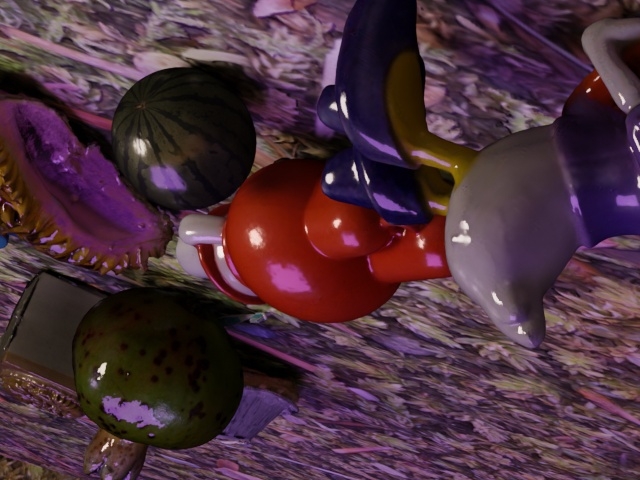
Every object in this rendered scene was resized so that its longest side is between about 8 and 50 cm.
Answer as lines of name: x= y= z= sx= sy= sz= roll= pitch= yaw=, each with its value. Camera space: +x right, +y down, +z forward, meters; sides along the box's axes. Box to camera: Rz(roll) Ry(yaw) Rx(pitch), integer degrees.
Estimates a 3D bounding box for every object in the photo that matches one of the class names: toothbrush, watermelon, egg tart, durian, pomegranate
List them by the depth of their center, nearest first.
watermelon: x=-0.096 y=-0.069 z=1.292 sx=0.105 sy=0.105 sz=0.133 roll=7 pitch=151 yaw=35
durian: x=-0.278 y=-0.049 z=1.552 sx=0.191 sy=0.112 sz=0.341 roll=8 pitch=162 yaw=27
pomegranate: x=-0.196 y=0.168 z=1.937 sx=0.202 sy=0.248 sz=0.202 roll=27 pitch=-165 yaw=-8
toothbrush: x=-0.104 y=0.090 z=1.959 sx=0.162 sy=0.017 sz=0.014 roll=-7 pitch=111 yaw=60
egg tart: x=-0.142 y=0.199 z=2.149 sx=0.234 sy=0.094 sz=0.234 roll=11 pitch=170 yaw=2

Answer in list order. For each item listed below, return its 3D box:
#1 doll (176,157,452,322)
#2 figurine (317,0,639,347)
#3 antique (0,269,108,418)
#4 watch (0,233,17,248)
doll: x=0.000 y=0.000 z=1.370 sx=0.161 sy=0.129 sz=0.290 roll=29 pitch=156 yaw=-33
figurine: x=0.185 y=-0.023 z=0.981 sx=0.421 sy=0.193 sz=0.154 roll=8 pitch=157 yaw=20
antique: x=-0.315 y=0.134 z=2.102 sx=0.152 sy=0.148 sz=0.147 roll=25 pitch=164 yaw=-11
watch: x=-0.413 y=0.021 z=1.779 sx=0.211 sy=0.193 sz=0.211 roll=19 pitch=165 yaw=5
